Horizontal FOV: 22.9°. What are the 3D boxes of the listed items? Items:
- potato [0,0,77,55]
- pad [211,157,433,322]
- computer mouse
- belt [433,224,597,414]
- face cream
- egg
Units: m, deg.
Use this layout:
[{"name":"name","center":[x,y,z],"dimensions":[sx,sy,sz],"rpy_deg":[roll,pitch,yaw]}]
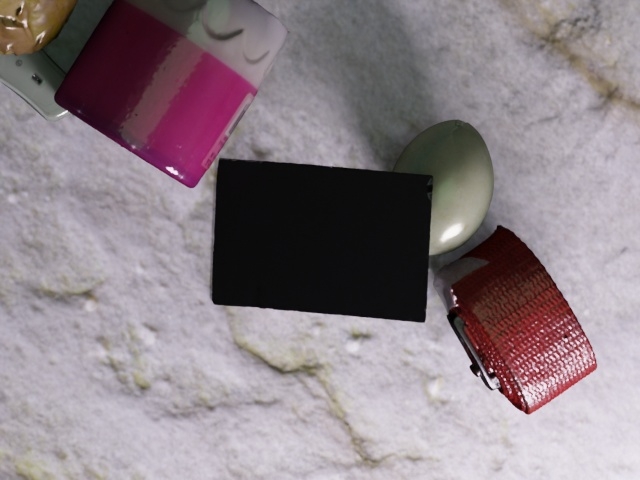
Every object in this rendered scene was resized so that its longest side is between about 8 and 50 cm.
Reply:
[{"name":"potato","center":[-0.322,-0.316,1.562],"dimensions":[0.246,0.196,0.300],"rpy_deg":[41,59,-2]},{"name":"pad","center":[0.000,0.000,1.706],"dimensions":[0.243,0.004,0.164],"rpy_deg":[5,97,13]},{"name":"computer mouse","center":[-0.297,-0.169,1.656],"dimensions":[0.056,0.032,0.110],"rpy_deg":[-47,115,-3]},{"name":"belt","center":[0.209,0.095,1.761],"dimensions":[0.124,0.128,0.201],"rpy_deg":[-34,105,-8]},{"name":"face cream","center":[-0.151,-0.177,1.615],"dimensions":[0.175,0.175,0.195],"rpy_deg":[33,88,-15]},{"name":"egg","center":[0.132,-0.058,1.729],"dimensions":[0.114,0.114,0.152],"rpy_deg":[17,94,-15]}]
